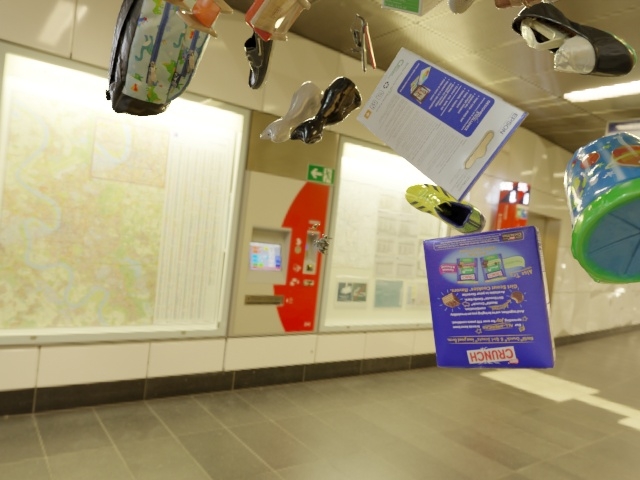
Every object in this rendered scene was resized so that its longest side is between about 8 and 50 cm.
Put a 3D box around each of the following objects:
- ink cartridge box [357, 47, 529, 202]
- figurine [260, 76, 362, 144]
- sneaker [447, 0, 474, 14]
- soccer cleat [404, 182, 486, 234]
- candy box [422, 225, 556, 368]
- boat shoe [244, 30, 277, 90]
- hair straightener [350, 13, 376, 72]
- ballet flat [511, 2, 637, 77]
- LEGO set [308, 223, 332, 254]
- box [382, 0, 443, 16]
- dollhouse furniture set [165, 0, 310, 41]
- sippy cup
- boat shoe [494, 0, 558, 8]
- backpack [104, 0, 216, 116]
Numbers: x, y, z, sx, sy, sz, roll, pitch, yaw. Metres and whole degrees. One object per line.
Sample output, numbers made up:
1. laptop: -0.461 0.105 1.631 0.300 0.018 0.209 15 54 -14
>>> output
1. ink cartridge box: 0.217 -0.226 0.911 0.069 0.176 0.371 20 23 -37
2. figurine: -0.036 -0.317 1.229 0.214 0.209 0.092 13 -35 47
3. sneaker: 0.464 -0.745 1.331 0.105 0.115 0.281 -10 -26 -36
4. soccer cleat: 0.347 -0.107 1.394 0.121 0.094 0.289 18 14 -46
5. candy box: 0.405 0.141 1.160 0.268 0.317 0.122 -8 -7 31
6. boat shoe: -0.166 -0.501 1.261 0.079 0.084 0.233 -6 -34 -24
7. hair straightener: 0.163 -0.803 1.965 0.089 0.231 0.047 -9 12 22
8. ballet flat: 0.506 -0.405 0.998 0.096 0.280 0.095 -29 -37 -6
9. LEGO set: -0.003 0.000 1.189 0.083 0.054 0.023 48 22 -1
10. box: 0.199 -0.542 1.016 0.101 0.087 0.102 28 54 27
11. dollhouse furniture set: -0.146 -0.466 0.811 0.259 0.262 0.135 46 23 6
12. sippy cup: 0.573 -0.077 0.903 0.240 0.224 0.305 30 -51 -19
13. boat shoe: 0.325 -0.515 0.772 0.116 0.325 0.123 -6 -25 37
14. backpack: -0.408 -0.525 1.225 0.273 0.356 0.290 3 36 -18
